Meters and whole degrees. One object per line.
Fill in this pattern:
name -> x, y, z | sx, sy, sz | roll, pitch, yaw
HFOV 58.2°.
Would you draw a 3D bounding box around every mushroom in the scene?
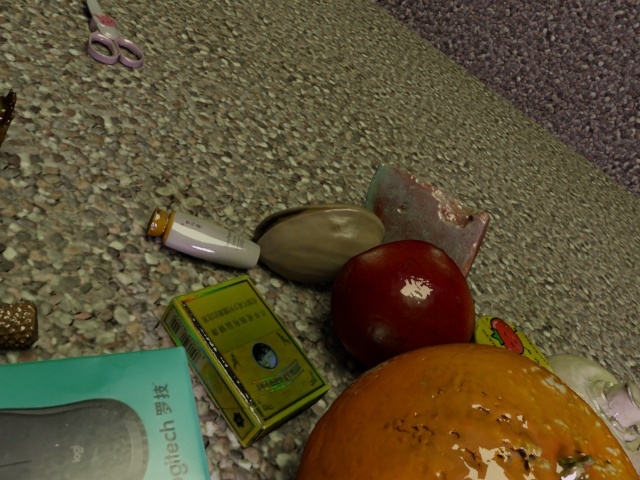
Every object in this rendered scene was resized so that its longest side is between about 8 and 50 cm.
mushroom -> 0.486, 0.313, 1.021 | 0.246, 0.202, 0.246 | 23, 48, -28

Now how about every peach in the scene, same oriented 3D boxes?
peach -> 0.135, 0.105, 0.936 | 0.244, 0.199, 0.243 | 1, 88, -22

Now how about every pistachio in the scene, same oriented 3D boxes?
pistachio -> 0.000, 0.000, 1.023 | 0.238, 0.153, 0.137 | -7, 36, -6

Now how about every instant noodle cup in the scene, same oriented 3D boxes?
instant noodle cup -> 0.287, 0.242, 0.978 | 0.182, 0.144, 0.182 | 25, 35, -19

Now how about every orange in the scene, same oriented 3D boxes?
orange -> 0.180, 0.311, 0.658 | 0.424, 0.326, 0.423 | 21, 38, -18

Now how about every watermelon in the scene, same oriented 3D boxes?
watermelon -> 0.228, -0.028, 1.190 | 0.318, 0.226, 0.148 | 64, 16, 17

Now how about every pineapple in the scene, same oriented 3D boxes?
pineapple -> -0.395, 0.101, 0.663 | 0.125, 0.058, 0.058 | -2, 49, -23

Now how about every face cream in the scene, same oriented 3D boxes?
face cream -> -0.189, -0.001, 0.936 | 0.182, 0.051, 0.072 | 21, 42, -19

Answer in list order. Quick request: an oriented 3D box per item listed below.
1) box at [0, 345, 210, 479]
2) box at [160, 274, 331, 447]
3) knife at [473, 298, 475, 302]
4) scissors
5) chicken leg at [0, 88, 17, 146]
box -> -0.265, 0.221, 0.523 | 0.312, 0.118, 0.205 | -1, 47, -25
box -> -0.106, 0.161, 0.815 | 0.141, 0.064, 0.220 | -15, 61, -48
knife -> 0.237, 0.127, 1.136 | 0.230, 0.060, 0.028 | 10, 74, -53
scissors -> -0.466, -0.462, 1.240 | 0.118, 0.030, 0.242 | -4, 54, -44
chicken leg -> -0.542, -0.211, 0.804 | 0.212, 0.140, 0.360 | 4, 50, -25
